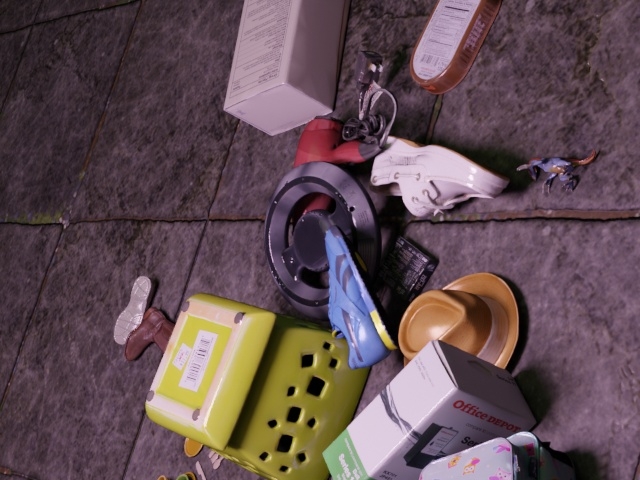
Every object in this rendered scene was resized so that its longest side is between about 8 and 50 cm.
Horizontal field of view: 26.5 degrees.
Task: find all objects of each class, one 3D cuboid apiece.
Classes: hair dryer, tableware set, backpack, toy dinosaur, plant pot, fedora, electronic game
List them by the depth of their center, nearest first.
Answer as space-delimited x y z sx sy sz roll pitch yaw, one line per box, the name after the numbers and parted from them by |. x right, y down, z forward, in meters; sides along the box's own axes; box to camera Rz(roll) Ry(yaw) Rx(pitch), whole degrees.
0.197 0.319 1.504 0.166 0.144 0.188 -26 53 33 | backpack
0.161 0.116 1.723 0.194 0.079 0.194 -28 49 38 | fedora
0.298 -0.091 1.732 0.090 0.047 0.082 -27 29 -6 | toy dinosaur
-0.097 0.199 1.885 0.227 0.207 0.228 11 77 54 | plant pot
0.000 0.000 1.958 0.229 0.048 0.229 5 97 45 | electronic game
0.018 -0.129 2.001 0.224 0.080 0.294 -96 26 -60 | hair dryer
-0.198 0.333 2.082 0.154 0.024 0.104 -51 37 17 | tableware set

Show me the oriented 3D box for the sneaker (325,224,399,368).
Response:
0.033 0.075 1.820 0.082 0.069 0.209 -29 60 13 | sneaker

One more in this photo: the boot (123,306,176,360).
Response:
-0.276 0.175 2.270 0.114 0.037 0.106 33 98 49 | boot

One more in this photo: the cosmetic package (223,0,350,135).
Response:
-0.047 -0.347 2.237 0.160 0.113 0.309 -15 58 46 | cosmetic package

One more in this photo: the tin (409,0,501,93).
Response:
0.195 -0.304 1.976 0.106 0.040 0.190 25 89 50 | tin

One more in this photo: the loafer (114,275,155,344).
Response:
-0.316 0.123 2.353 0.045 0.039 0.125 22 90 21 | loafer

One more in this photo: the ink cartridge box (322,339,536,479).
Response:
0.131 0.234 1.626 0.208 0.153 0.087 -49 39 21 | ink cartridge box

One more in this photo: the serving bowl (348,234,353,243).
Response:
0.047 0.013 1.971 0.083 0.027 0.083 -28 50 38 | serving bowl

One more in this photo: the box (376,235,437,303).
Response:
0.118 0.040 1.874 0.067 0.018 0.083 -59 36 6 | box

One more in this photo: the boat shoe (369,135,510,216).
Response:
0.154 -0.075 1.840 0.277 0.098 0.096 19 84 63 | boat shoe
